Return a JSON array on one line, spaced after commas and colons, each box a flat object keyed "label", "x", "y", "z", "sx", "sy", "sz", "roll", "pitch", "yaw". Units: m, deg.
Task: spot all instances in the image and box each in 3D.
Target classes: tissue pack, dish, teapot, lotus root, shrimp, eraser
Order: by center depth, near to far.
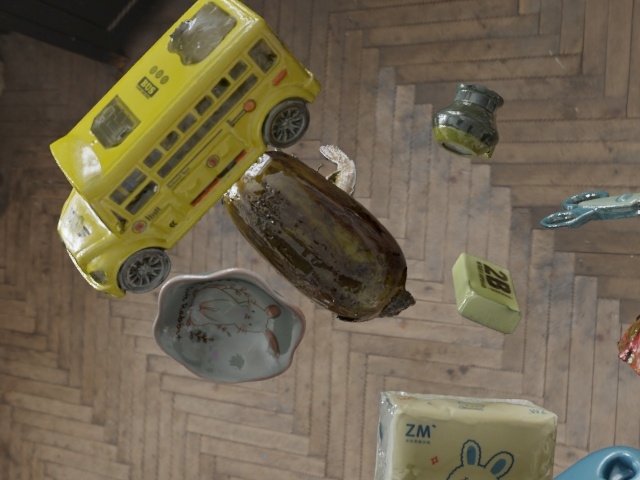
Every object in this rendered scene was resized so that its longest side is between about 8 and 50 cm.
[{"label": "tissue pack", "x": 0.163, "y": 0.258, "z": 0.808, "sx": 0.196, "sy": 0.092, "sz": 0.148, "roll": 5, "pitch": 87, "yaw": -6}, {"label": "dish", "x": -0.133, "y": 0.110, "z": 1.038, "sx": 0.229, "sy": 0.081, "sz": 0.229, "roll": 2, "pitch": 125, "yaw": 3}, {"label": "lotus root", "x": 0.000, "y": 0.000, "z": 1.185, "sx": 0.397, "sy": 0.196, "sz": 0.179, "roll": 42, "pitch": 81, "yaw": -9}, {"label": "teapot", "x": 0.287, "y": -0.216, "z": 1.312, "sx": 0.130, "sy": 0.166, "sz": 0.119, "roll": 19, "pitch": 84, "yaw": 44}, {"label": "eraser", "x": 0.323, "y": 0.100, "z": 1.364, "sx": 0.117, "sy": 0.172, "sz": 0.058, "roll": 23, "pitch": 117, "yaw": -5}, {"label": "shrimp", "x": -0.015, "y": -0.134, "z": 1.379, "sx": 0.143, "sy": 0.052, "sz": 0.251, "roll": -47, "pitch": 55, "yaw": 7}]

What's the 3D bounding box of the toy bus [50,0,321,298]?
[{"label": "toy bus", "x": -0.166, "y": -0.100, "z": 0.750, "sx": 0.330, "sy": 0.152, "sz": 0.144, "roll": -46, "pitch": 53, "yaw": 1}]

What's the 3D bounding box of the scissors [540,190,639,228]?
[{"label": "scissors", "x": 0.511, "y": -0.057, "z": 1.181, "sx": 0.289, "sy": 0.138, "sz": 0.041, "roll": -3, "pitch": 113, "yaw": 58}]

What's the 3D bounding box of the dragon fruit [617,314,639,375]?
[{"label": "dragon fruit", "x": 0.615, "y": 0.193, "z": 1.076, "sx": 0.262, "sy": 0.211, "sz": 0.134, "roll": 15, "pitch": 120, "yaw": 13}]

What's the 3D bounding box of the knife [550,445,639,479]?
[{"label": "knife", "x": 0.083, "y": 0.188, "z": 0.404, "sx": 0.244, "sy": 0.058, "sz": 0.032, "roll": -29, "pitch": 113, "yaw": 8}]
